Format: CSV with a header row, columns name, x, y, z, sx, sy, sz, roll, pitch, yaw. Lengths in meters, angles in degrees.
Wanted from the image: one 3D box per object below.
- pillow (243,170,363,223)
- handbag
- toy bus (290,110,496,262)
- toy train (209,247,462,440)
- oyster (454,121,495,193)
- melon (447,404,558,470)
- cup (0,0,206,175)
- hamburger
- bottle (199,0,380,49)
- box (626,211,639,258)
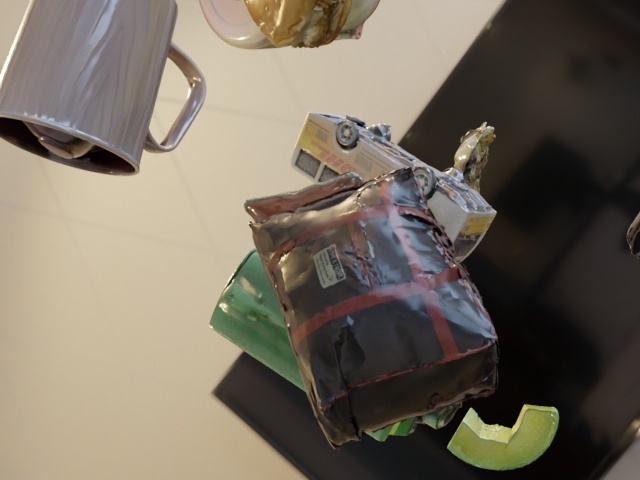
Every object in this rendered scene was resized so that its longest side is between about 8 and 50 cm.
name,x,y,z,sx,sy,sz,roll,pitch,yaw
pillow,0.000,0.000,1.255,0.075,0.171,0.179,-85,-23,-54
handbag,0.049,0.052,0.790,0.169,0.215,0.155,-20,-33,-2
toy bus,0.100,-0.088,1.393,0.097,0.342,0.138,-1,-57,-51
toy train,0.023,0.133,1.097,0.120,0.300,0.202,-60,-26,0
oyster,0.233,-0.109,1.426,0.166,0.053,0.108,93,-166,-53
melon,0.344,0.366,1.710,0.064,0.209,0.118,-11,-82,-70
cup,-0.306,-0.237,1.315,0.208,0.288,0.273,150,135,-73
hamburger,-0.020,-0.243,0.772,0.083,0.147,0.138,-1,-43,-27
bottle,-0.016,-0.305,1.079,0.236,0.147,0.148,-17,-34,-47
box,0.450,0.008,0.841,0.350,0.211,0.058,-17,-38,-42
